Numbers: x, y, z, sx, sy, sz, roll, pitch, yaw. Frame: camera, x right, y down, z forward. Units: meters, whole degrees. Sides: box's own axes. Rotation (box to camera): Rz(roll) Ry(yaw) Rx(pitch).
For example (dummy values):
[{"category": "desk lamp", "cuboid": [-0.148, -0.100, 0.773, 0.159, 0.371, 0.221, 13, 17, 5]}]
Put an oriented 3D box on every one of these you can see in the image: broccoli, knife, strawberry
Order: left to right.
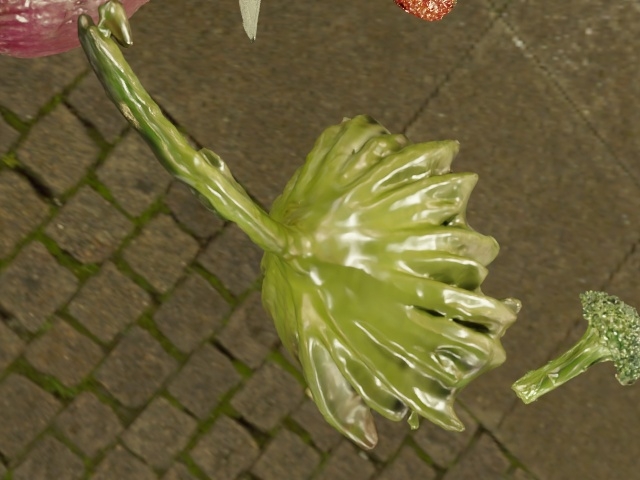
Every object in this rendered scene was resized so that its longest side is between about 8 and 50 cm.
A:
[{"category": "knife", "cuboid": [-0.084, -0.329, 1.580, 0.043, 0.336, 0.081, -24, 80, -16]}, {"category": "strawberry", "cuboid": [0.101, -0.274, 1.364, 0.096, 0.083, 0.083, 30, 86, -13]}, {"category": "broccoli", "cuboid": [0.356, 0.159, 1.837, 0.204, 0.118, 0.122, -37, 133, 5]}]

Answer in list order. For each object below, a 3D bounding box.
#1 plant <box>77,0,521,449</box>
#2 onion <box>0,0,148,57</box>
[{"category": "plant", "cuboid": [-0.028, 0.018, 0.848, 0.333, 0.180, 0.251, 5, 54, -48]}, {"category": "onion", "cuboid": [-0.250, -0.239, 1.153, 0.159, 0.267, 0.348, 41, 73, 16]}]
